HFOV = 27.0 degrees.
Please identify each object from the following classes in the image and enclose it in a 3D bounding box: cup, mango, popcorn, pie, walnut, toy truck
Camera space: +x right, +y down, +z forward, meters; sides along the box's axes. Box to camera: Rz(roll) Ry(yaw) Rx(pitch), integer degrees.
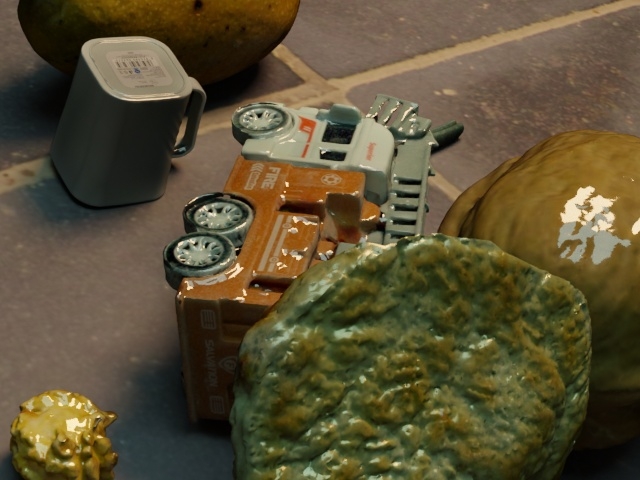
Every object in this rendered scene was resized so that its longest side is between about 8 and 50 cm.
[{"bbox_3d":[-0.163,-0.106,1.192,0.128,0.129,0.095,-8,50,-33],"label":"cup"},{"bbox_3d":[-0.151,-0.225,1.301,0.176,0.176,0.329,22,35,32],"label":"mango"},{"bbox_3d":[-0.179,0.141,0.934,0.083,0.057,0.082,-23,45,-35],"label":"popcorn"},{"bbox_3d":[0.060,0.119,0.889,0.274,0.257,0.105,-6,17,-25],"label":"pie"},{"bbox_3d":[0.218,0.031,1.070,0.283,0.227,0.283,3,40,-2],"label":"walnut"},{"bbox_3d":[0.000,0.000,1.079,0.184,0.133,0.338,5,36,10],"label":"toy truck"}]

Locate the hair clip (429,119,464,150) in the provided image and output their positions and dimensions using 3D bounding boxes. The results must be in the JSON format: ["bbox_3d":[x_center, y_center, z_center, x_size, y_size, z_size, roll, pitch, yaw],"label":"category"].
[{"bbox_3d":[0.057,-0.095,1.336,0.229,0.039,0.070,-5,43,-32],"label":"hair clip"}]
